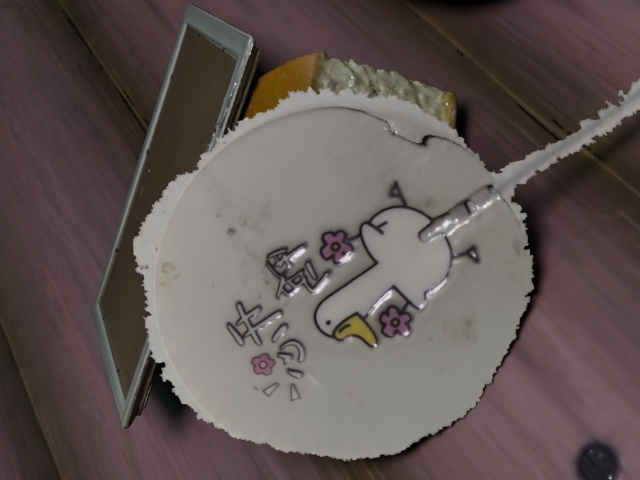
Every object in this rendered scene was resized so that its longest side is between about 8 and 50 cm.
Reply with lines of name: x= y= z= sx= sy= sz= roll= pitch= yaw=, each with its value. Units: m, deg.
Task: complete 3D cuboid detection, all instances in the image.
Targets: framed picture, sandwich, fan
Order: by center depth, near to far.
fan: x=0.084 y=-0.017 z=0.620 sx=0.415 sy=0.233 sz=0.012 roll=-31 pitch=16 yaw=4
sandwich: x=0.000 y=0.000 z=0.702 sx=0.128 sy=0.122 sz=0.235 roll=-13 pitch=64 yaw=54
framed picture: x=-0.120 y=-0.032 z=0.816 sx=0.296 sy=0.019 sz=0.232 roll=-70 pitch=23 yaw=12
